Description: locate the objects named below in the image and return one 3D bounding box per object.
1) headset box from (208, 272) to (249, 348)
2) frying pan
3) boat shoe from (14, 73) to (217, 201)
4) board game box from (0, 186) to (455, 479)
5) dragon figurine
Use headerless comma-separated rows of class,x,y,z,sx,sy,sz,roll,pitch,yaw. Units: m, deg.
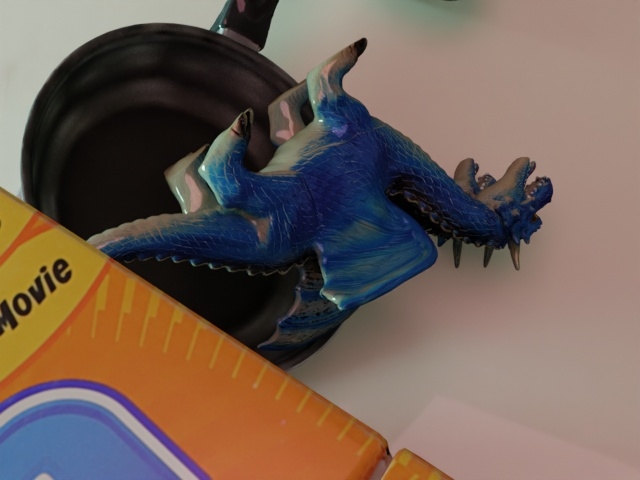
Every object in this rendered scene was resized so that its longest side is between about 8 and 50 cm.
headset box,-0.085,0.056,0.812,0.083,0.032,0.062,-23,68,-6
frying pan,-0.075,-0.079,0.797,0.197,0.053,0.326,3,68,-32
boat shoe,-0.131,-0.008,0.826,0.076,0.080,0.228,35,68,-8
board game box,-0.064,0.261,0.549,0.356,0.356,0.356,32,74,16
dragon figurine,0.000,0.000,0.737,0.289,0.085,0.144,-37,94,-38
